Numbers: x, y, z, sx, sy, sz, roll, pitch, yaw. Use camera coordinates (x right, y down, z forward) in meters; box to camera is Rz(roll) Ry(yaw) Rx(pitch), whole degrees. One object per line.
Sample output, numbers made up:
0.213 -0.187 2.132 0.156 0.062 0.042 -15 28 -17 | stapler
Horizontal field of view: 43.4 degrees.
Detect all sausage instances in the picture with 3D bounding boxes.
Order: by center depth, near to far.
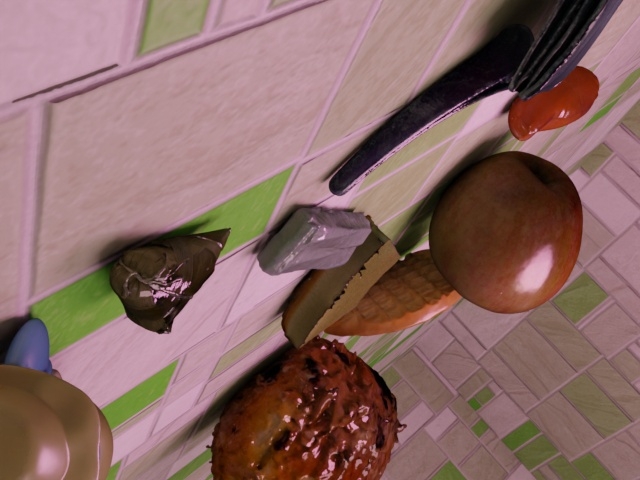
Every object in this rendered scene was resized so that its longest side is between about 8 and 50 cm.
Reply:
0.350 -0.209 1.222 0.179 0.089 0.089 -31 163 -27 | sausage

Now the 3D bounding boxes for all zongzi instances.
-0.118 0.012 0.658 0.119 0.055 0.109 -50 167 -18 | zongzi

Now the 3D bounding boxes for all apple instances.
0.316 -0.017 1.338 0.256 0.257 0.234 -24 153 -52 | apple

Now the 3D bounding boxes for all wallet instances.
0.318 -0.281 0.872 0.291 0.054 0.251 -60 163 24 | wallet

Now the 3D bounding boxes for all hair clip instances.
0.117 -0.139 0.874 0.275 0.048 0.083 -34 163 -13 | hair clip

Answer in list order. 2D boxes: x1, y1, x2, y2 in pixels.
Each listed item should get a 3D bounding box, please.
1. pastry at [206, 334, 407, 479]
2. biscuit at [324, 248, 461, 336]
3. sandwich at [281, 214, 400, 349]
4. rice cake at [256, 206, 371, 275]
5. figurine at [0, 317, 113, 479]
-0.014 0.346 1.488 0.405 0.292 0.337 -5 133 -50 | pastry
0.162 0.086 1.438 0.204 0.040 0.309 2 -153 46 | biscuit
0.059 0.033 1.197 0.212 0.063 0.245 -30 163 -52 | sandwich
0.000 0.000 0.957 0.085 0.040 0.226 -47 165 15 | rice cake
-0.239 0.183 0.626 0.180 0.153 0.262 -51 168 -31 | figurine
